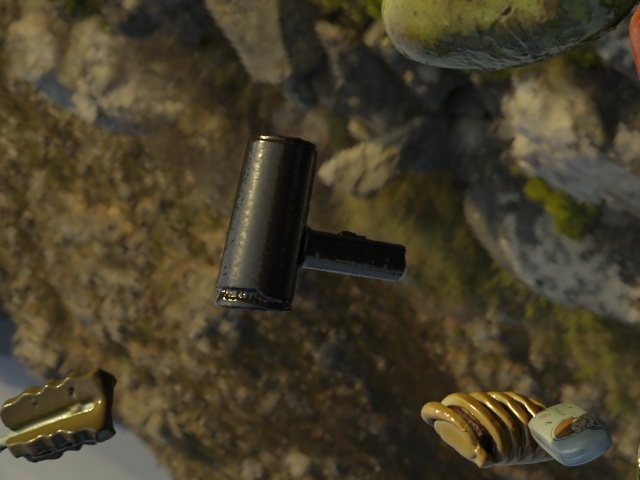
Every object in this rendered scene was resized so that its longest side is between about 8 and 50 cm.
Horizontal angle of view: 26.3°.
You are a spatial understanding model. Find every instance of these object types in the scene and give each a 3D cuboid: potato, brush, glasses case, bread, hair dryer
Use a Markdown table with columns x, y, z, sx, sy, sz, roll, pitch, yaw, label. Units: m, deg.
| x | y | z | sx | sy | sz | roll | pitch | yaw | label |
| --- | --- | --- | --- | --- | --- | --- | --- | --- | --- |
| 0.188 | -0.256 | 1.400 | 0.298 | 0.141 | 0.176 | -1 | 143 | 43 | potato |
| -0.350 | 0.220 | 1.505 | 0.301 | 0.084 | 0.071 | -22 | 148 | 24 | brush |
| 0.314 | 0.244 | 1.735 | 0.178 | 0.067 | 0.045 | -140 | 25 | -80 | glasses case |
| 0.264 | 0.276 | 2.044 | 0.225 | 0.081 | 0.134 | 6 | -154 | -42 | bread |
| 0.000 | 0.000 | 1.574 | 0.251 | 0.197 | 0.089 | 15 | 171 | -40 | hair dryer |

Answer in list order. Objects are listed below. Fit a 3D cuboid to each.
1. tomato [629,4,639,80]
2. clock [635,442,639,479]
| x | y | z | sx | sy | sz | roll | pitch | yaw | label |
| --- | --- | --- | --- | --- | --- | --- | --- | --- | --- |
| 0.473 | -0.240 | 1.605 | 0.208 | 0.184 | 0.208 | 42 | 148 | 34 | tomato |
| 0.519 | 0.355 | 2.105 | 0.057 | 0.237 | 0.237 | 6 | 165 | 5 | clock |
